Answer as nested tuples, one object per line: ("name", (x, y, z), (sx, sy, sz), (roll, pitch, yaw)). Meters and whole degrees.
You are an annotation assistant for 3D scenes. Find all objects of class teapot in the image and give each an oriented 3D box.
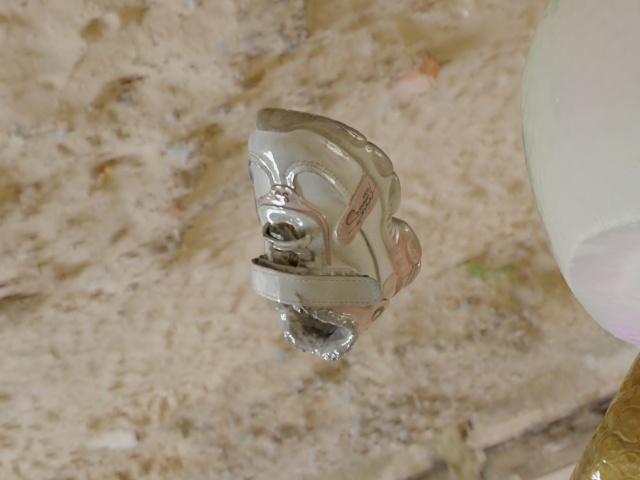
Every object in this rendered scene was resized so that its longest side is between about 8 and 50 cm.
("teapot", (0.362, 0.212, 1.264), (0.203, 0.167, 0.311), (-27, 142, -63))

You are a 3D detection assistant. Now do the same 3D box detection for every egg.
("egg", (0.161, -0.034, 0.468), (0.162, 0.206, 0.271), (-6, 138, 24))

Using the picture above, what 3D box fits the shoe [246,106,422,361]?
("shoe", (0.002, 0.000, 1.549), (0.172, 0.198, 0.351), (9, 147, 38))
